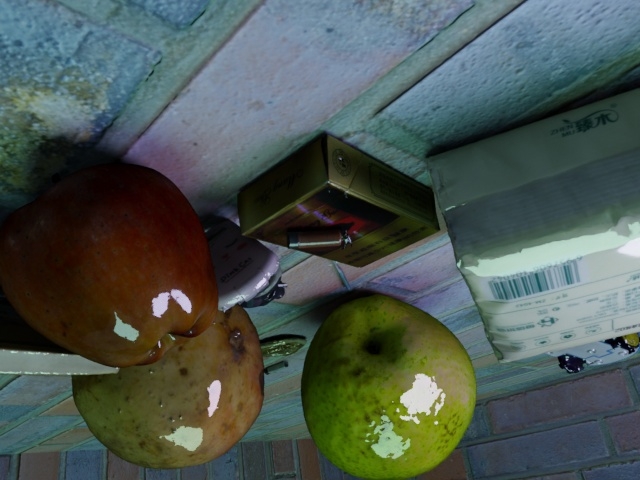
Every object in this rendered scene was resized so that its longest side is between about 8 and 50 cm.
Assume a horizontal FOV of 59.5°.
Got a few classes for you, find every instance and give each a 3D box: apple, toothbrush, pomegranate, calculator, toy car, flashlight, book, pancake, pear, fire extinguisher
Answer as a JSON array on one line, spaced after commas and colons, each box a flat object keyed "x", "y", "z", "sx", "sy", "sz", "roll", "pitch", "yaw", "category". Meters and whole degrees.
[{"x": -0.223, "y": 0.026, "z": 0.607, "sx": 0.234, "sy": 0.233, "sz": 0.234, "roll": -8, "pitch": 155, "yaw": -4, "category": "apple"}, {"x": 0.041, "y": 0.060, "z": 1.019, "sx": 0.014, "sy": 0.011, "sz": 0.167, "roll": -17, "pitch": 154, "yaw": 5, "category": "toothbrush"}, {"x": -0.220, "y": 0.196, "z": 0.833, "sx": 0.282, "sy": 0.281, "sz": 0.281, "roll": -8, "pitch": 155, "yaw": -4, "category": "pomegranate"}, {"x": -0.123, "y": 0.029, "z": 0.732, "sx": 0.100, "sy": 0.175, "sz": 0.032, "roll": -39, "pitch": 129, "yaw": -16, "category": "calculator"}, {"x": 0.569, "y": 0.187, "z": 1.279, "sx": 0.315, "sy": 0.165, "sz": 0.198, "roll": 18, "pitch": 147, "yaw": -15, "category": "toy car"}, {"x": -0.126, "y": 0.362, "z": 1.588, "sx": 0.083, "sy": 0.018, "sz": 0.018, "roll": -28, "pitch": 149, "yaw": 34, "category": "flashlight"}, {"x": -0.452, "y": 0.102, "z": 0.709, "sx": 0.269, "sy": 0.032, "sz": 0.389, "roll": 15, "pitch": 176, "yaw": -42, "category": "book"}, {"x": -0.101, "y": 0.264, "z": 1.387, "sx": 0.140, "sy": 0.022, "sz": 0.139, "roll": -8, "pitch": 156, "yaw": -4, "category": "pancake"}, {"x": 0.128, "y": 0.291, "z": 1.134, "sx": 0.392, "sy": 0.390, "sz": 0.391, "roll": -8, "pitch": 155, "yaw": -4, "category": "pear"}, {"x": 0.000, "y": 0.000, "z": 0.701, "sx": 0.084, "sy": 0.022, "sz": 0.028, "roll": -3, "pitch": 118, "yaw": -13, "category": "fire extinguisher"}]

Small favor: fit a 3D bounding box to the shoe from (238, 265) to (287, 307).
[{"x": -0.101, "y": 0.076, "z": 0.943, "sx": 0.100, "sy": 0.071, "sz": 0.169, "roll": 9, "pitch": 153, "yaw": -40, "category": "shoe"}]

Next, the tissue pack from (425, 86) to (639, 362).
[{"x": 0.359, "y": -0.016, "z": 0.700, "sx": 0.381, "sy": 0.207, "sz": 0.297, "roll": -17, "pitch": 139, "yaw": 15, "category": "tissue pack"}]

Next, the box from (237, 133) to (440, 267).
[{"x": 0.031, "y": -0.038, "z": 0.745, "sx": 0.159, "sy": 0.071, "sz": 0.240, "roll": -25, "pitch": 151, "yaw": 35, "category": "box"}]
